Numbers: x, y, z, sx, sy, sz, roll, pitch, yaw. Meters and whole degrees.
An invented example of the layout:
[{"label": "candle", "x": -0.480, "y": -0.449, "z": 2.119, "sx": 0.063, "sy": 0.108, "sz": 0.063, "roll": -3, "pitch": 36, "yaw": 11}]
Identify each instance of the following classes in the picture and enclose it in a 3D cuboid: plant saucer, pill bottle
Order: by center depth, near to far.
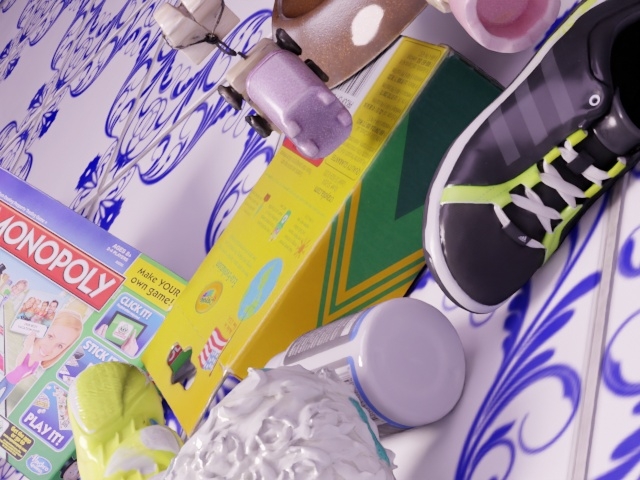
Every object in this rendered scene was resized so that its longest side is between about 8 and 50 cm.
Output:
[{"label": "pill bottle", "x": 0.021, "y": 0.087, "z": 1.009, "sx": 0.137, "sy": 0.078, "sz": 0.078, "roll": -25, "pitch": 37, "yaw": 55}, {"label": "plant saucer", "x": 0.054, "y": -0.251, "z": 1.273, "sx": 0.310, "sy": 0.050, "sz": 0.310, "roll": -45, "pitch": 22, "yaw": 24}]

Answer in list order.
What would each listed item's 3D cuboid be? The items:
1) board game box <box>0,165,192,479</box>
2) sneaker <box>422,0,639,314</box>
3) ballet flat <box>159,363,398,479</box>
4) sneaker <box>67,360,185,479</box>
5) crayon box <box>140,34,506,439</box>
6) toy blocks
[{"label": "board game box", "x": -0.264, "y": 0.072, "z": 1.453, "sx": 0.317, "sy": 0.046, "sz": 0.213, "roll": 28, "pitch": 75, "yaw": 37}, {"label": "sneaker", "x": 0.144, "y": -0.062, "z": 0.946, "sx": 0.234, "sy": 0.084, "sz": 0.097, "roll": -58, "pitch": 21, "yaw": -6}, {"label": "ballet flat", "x": -0.095, "y": 0.252, "z": 0.898, "sx": 0.409, "sy": 0.147, "sz": 0.147, "roll": -55, "pitch": 20, "yaw": 3}, {"label": "sneaker", "x": -0.132, "y": 0.206, "z": 1.205, "sx": 0.240, "sy": 0.091, "sz": 0.126, "roll": -108, "pitch": 15, "yaw": -46}, {"label": "crayon box", "x": 0.000, "y": 0.000, "z": 1.186, "sx": 0.318, "sy": 0.081, "sz": 0.202, "roll": -55, "pitch": 20, "yaw": 2}, {"label": "toy blocks", "x": 0.034, "y": -0.206, "z": 0.954, "sx": 0.309, "sy": 0.288, "sz": 0.260, "roll": -44, "pitch": 32, "yaw": 2}]
